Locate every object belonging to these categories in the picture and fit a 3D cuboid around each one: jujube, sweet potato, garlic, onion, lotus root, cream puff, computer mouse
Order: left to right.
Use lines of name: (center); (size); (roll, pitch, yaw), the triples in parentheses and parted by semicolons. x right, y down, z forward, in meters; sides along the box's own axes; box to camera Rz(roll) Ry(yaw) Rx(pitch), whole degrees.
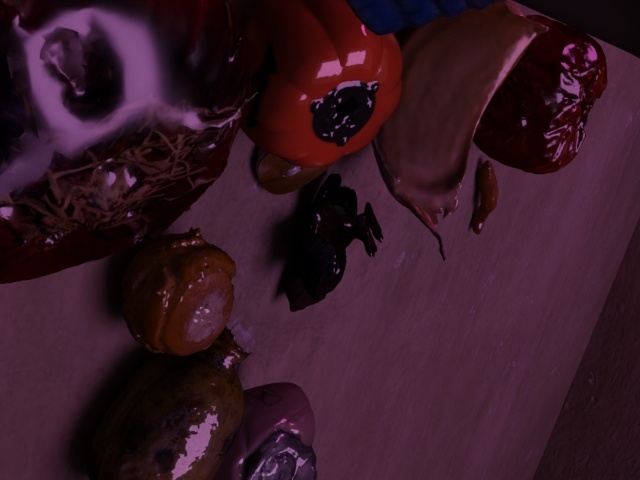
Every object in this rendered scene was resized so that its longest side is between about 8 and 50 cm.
onion: (-0.207, -0.103, 0.722); (0.313, 0.232, 0.314); (-24, 148, -16)
cream puff: (-0.156, 0.054, 1.077); (0.126, 0.103, 0.144); (-36, 145, -33)
lotus root: (-0.159, 0.199, 1.160); (0.278, 0.154, 0.154); (-61, 154, -10)
computer mouse: (-0.153, 0.330, 1.278); (0.389, 0.199, 0.115); (-53, 133, -18)
computer mouse: (0.002, -0.134, 1.222); (0.199, 0.045, 0.102); (-46, 151, -15)
garlic: (0.146, -0.164, 1.311); (0.151, 0.196, 0.339); (26, 89, -47)
sweet potato: (0.303, -0.080, 1.847); (0.044, 0.044, 0.179); (-44, 149, -32)
jujube: (0.337, -0.233, 1.598); (0.213, 0.213, 0.232); (-17, 134, -55)

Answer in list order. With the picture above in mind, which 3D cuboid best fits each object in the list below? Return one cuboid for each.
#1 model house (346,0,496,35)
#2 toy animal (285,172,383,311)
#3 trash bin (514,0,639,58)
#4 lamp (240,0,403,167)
model house: (0.090, -0.398, 0.762); (0.446, 0.399, 0.395); (-60, 151, -6)
toy animal: (-0.004, 0.007, 1.350); (0.179, 0.116, 0.218); (-44, -168, 25)
trash bin: (0.294, -0.371, 1.107); (0.280, 0.432, 0.280); (-41, 148, -34)
lamp: (-0.012, -0.177, 1.057); (0.187, 0.164, 0.188); (-22, 143, -18)
